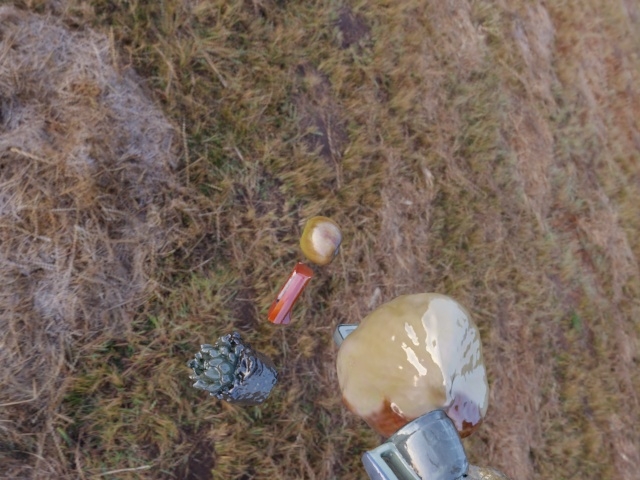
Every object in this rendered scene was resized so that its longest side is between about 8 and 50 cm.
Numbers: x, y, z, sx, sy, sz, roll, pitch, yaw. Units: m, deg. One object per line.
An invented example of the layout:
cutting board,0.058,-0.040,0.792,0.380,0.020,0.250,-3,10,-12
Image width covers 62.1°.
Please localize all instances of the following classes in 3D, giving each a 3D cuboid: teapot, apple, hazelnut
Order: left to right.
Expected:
apple,0.000,0.000,0.919,0.071,0.084,0.084,22,52,6
hazelnut,0.163,0.209,0.866,0.241,0.261,0.261,6,67,-84
teapot,0.137,0.285,0.676,0.108,0.111,0.149,54,7,33

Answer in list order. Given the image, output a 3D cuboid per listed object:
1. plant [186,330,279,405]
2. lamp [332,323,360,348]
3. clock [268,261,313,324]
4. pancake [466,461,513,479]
plant,-0.191,0.281,1.163,0.194,0.129,0.132,37,88,-40
lamp,0.195,0.335,1.481,0.269,0.047,0.266,3,34,-27
clock,-0.075,0.139,1.404,0.061,0.155,0.113,29,12,-6
pancake,0.245,0.465,0.931,0.282,0.282,0.049,-8,112,-47
